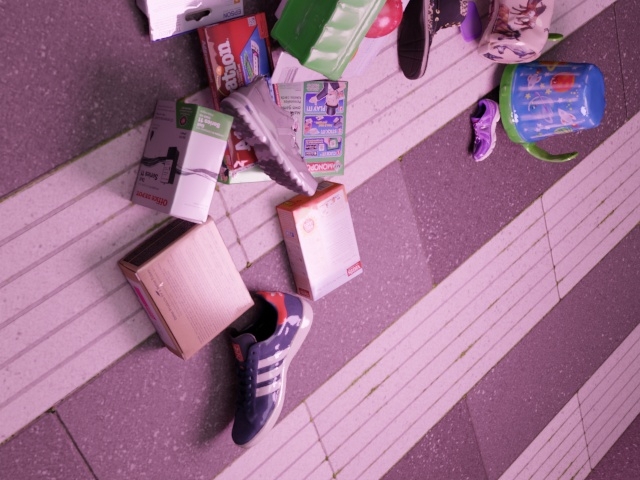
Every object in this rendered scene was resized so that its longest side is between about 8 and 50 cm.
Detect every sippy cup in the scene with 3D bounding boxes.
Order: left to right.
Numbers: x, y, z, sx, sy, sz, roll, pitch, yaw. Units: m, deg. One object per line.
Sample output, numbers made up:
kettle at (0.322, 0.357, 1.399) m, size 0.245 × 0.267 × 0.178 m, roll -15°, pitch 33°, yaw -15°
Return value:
sippy cup at (0.626, -0.377, 2.171) m, size 0.305 × 0.224 × 0.240 m, roll 46°, pitch 57°, yaw -44°

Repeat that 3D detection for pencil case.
pencil case at (0.503, -0.646, 2.050) m, size 0.184 × 0.160 × 0.409 m, roll 12°, pitch 89°, yaw -19°

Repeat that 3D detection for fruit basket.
fruit basket at (0.066, -0.469, 1.672) m, size 0.353 × 0.165 × 0.327 m, roll -27°, pitch 155°, yaw -54°

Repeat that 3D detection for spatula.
spatula at (0.361, -0.646, 2.026) m, size 0.084 × 0.030 × 0.296 m, roll -28°, pitch 120°, yaw -34°

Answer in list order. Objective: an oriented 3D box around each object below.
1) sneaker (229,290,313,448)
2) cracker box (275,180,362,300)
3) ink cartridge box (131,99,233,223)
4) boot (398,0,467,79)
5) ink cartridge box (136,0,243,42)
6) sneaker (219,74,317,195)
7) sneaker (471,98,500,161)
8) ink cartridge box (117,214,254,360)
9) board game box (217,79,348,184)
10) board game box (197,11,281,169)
sneaker at (-0.147, 0.271, 1.776) m, size 0.148 × 0.131 × 0.349 m, roll 25°, pitch 79°, yaw -36°
cracker box at (0.000, 0.000, 1.861) m, size 0.156 × 0.067 × 0.232 m, roll -29°, pitch 119°, yaw -32°
ink cartridge box at (-0.261, -0.148, 1.531) m, size 0.087 × 0.153 × 0.208 m, roll 13°, pitch 92°, yaw -42°
boot at (0.276, -0.505, 1.955) m, size 0.179 × 0.085 × 0.236 m, roll -12°, pitch 109°, yaw -42°
ink cartridge box at (-0.240, -0.500, 1.508) m, size 0.223 × 0.045 × 0.223 m, roll -26°, pitch 137°, yaw -34°
sneaker at (-0.074, -0.201, 1.615) m, size 0.115 × 0.105 × 0.281 m, roll -50°, pitch 129°, yaw -19°
sneaker at (0.424, -0.294, 2.172) m, size 0.071 × 0.068 × 0.169 m, roll 15°, pitch 82°, yaw -29°
ink cartridge box at (-0.264, 0.087, 1.636) m, size 0.193 × 0.088 × 0.234 m, roll -38°, pitch 125°, yaw -26°
board game box at (-0.076, -0.236, 1.743) m, size 0.317 × 0.046 × 0.213 m, roll -8°, pitch 107°, yaw -40°
board game box at (-0.148, -0.294, 1.615) m, size 0.145 × 0.027 × 0.281 m, roll -25°, pitch 117°, yaw -33°
